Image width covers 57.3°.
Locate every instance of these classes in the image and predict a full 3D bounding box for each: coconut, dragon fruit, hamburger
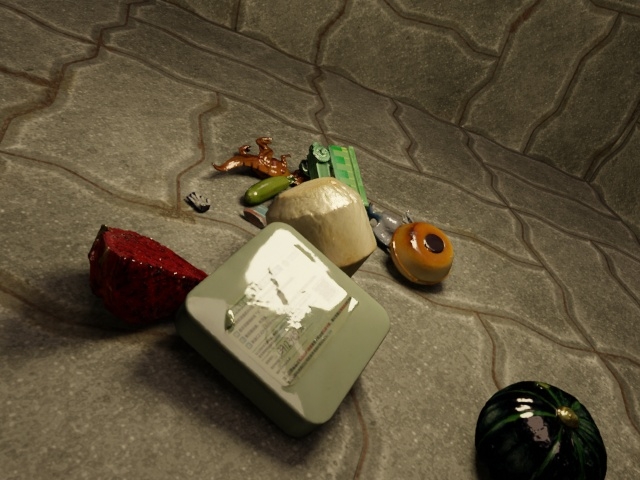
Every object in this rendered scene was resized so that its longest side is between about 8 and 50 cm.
[{"bbox_3d":[0.000,0.000,1.610,0.328,0.329,0.329,20,30,-13],"label":"coconut"},{"bbox_3d":[-0.411,0.079,1.283,0.205,0.152,0.317,37,6,33],"label":"dragon fruit"},{"bbox_3d":[0.327,0.042,1.911,0.237,0.147,0.237,15,52,-20],"label":"hamburger"}]

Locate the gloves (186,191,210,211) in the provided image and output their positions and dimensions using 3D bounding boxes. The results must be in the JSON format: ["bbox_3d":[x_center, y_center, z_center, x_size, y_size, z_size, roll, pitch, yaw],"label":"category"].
[{"bbox_3d":[-0.357,-0.116,1.740,0.086,0.026,0.064,40,30,29],"label":"gloves"}]

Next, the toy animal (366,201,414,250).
[{"bbox_3d":[0.247,-0.045,2.075,0.255,0.176,0.239,62,33,-9],"label":"toy animal"}]

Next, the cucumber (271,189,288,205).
[{"bbox_3d":[-0.123,-0.125,1.905,0.064,0.064,0.112,25,28,-4],"label":"cucumber"}]

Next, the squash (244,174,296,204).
[{"bbox_3d":[-0.172,-0.171,1.933,0.066,0.066,0.252,36,33,15],"label":"squash"}]

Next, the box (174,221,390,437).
[{"bbox_3d":[-0.072,0.179,1.321,0.396,0.111,0.396,42,43,4],"label":"box"}]

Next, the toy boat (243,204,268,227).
[{"bbox_3d":[-0.181,-0.085,1.827,0.096,0.034,0.122,36,29,4],"label":"toy boat"}]

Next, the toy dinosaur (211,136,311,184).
[{"bbox_3d":[-0.222,-0.278,2.034,0.432,0.097,0.208,3,45,-37],"label":"toy dinosaur"}]

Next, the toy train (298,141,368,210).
[{"bbox_3d":[0.043,-0.207,2.047,0.202,0.120,0.301,6,57,-30],"label":"toy train"}]

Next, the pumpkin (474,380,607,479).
[{"bbox_3d":[0.509,0.459,1.343,0.315,0.238,0.315,20,35,-15],"label":"pumpkin"}]
